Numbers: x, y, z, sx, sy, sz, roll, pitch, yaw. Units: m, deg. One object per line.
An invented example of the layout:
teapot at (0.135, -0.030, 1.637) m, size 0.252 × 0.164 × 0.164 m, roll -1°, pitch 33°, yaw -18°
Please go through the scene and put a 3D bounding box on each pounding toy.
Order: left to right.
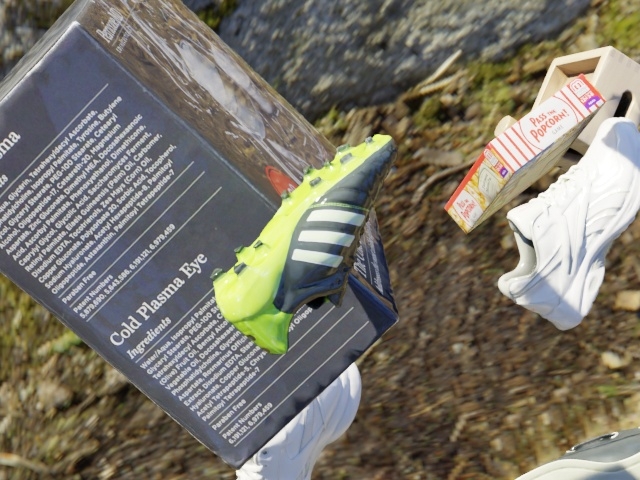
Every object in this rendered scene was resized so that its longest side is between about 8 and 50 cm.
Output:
pounding toy at (0.315, -0.137, 1.770) m, size 0.094 × 0.206 × 0.181 m, roll 28°, pitch 79°, yaw -21°

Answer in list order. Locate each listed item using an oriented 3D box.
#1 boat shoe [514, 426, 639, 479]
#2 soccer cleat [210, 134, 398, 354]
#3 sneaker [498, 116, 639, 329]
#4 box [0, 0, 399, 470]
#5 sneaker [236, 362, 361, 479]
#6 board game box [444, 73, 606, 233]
boat shoe at (0.354, 0.298, 1.665) m, size 0.340 × 0.113 × 0.127 m, roll -26°, pitch 85°, yaw 3°
soccer cleat at (0.000, 0.000, 0.908) m, size 0.179 × 0.060 × 0.072 m, roll -48°, pitch 111°, yaw -29°
sneaker at (0.258, -0.028, 1.432) m, size 0.115 × 0.090 × 0.232 m, roll 21°, pitch 92°, yaw -13°
box at (-0.117, -0.043, 1.105) m, size 0.312 × 0.343 × 0.179 m, roll 42°, pitch 103°, yaw -16°
sneaker at (-0.068, 0.262, 1.623) m, size 0.152 × 0.114 × 0.305 m, roll 14°, pitch 99°, yaw -43°
board game box at (0.230, -0.094, 1.560) m, size 0.146 × 0.193 × 0.045 m, roll -36°, pitch 80°, yaw -20°
